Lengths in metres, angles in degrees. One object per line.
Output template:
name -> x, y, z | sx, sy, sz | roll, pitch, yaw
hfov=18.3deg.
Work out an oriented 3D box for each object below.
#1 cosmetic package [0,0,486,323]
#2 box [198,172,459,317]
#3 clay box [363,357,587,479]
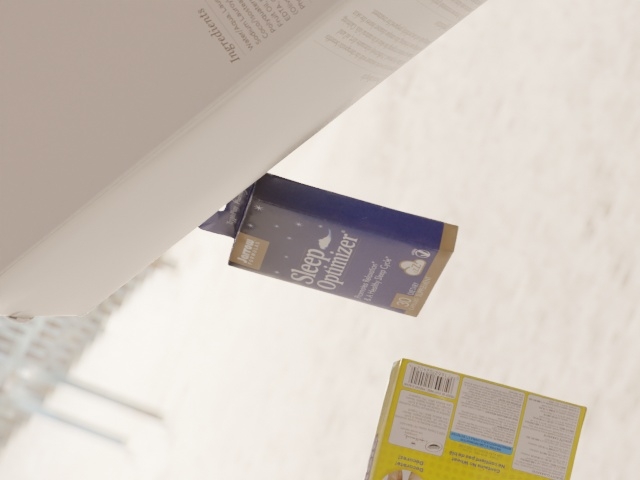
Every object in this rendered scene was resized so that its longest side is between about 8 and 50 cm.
cosmetic package -> -0.090, -0.113, 1.232 | 0.365, 0.155, 0.197 | -36, -12, 11
box -> 0.000, 0.000, 1.807 | 0.136, 0.225, 0.036 | 113, 173, -60
clay box -> 0.083, 0.199, 1.279 | 0.053, 0.127, 0.222 | 137, 148, -81
